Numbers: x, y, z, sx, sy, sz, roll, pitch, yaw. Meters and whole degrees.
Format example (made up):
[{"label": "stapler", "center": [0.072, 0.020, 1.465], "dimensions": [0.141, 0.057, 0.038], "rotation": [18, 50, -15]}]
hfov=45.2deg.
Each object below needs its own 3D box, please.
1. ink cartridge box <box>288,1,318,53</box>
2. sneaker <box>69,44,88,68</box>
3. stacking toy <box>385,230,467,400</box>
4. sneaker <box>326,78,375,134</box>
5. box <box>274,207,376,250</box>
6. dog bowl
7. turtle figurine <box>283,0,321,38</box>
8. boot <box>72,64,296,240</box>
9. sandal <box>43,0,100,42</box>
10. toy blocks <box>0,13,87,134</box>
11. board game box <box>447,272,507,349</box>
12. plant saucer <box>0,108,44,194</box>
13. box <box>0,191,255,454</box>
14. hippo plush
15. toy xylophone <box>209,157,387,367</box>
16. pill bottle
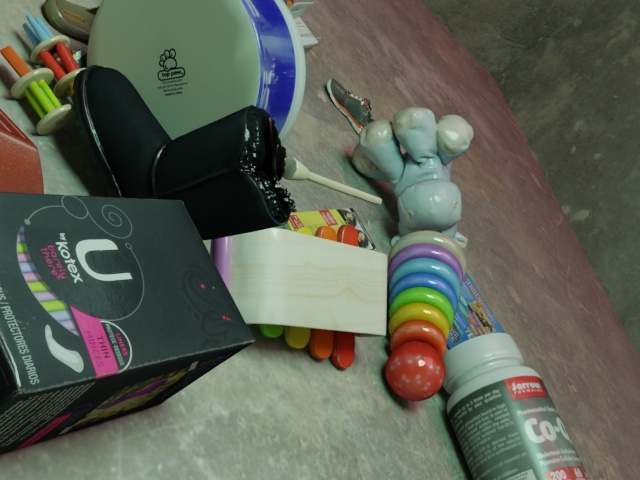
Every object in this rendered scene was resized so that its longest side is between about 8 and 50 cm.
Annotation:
[{"label": "ink cartridge box", "center": [-0.074, -0.334, 1.346], "dimensions": [0.061, 0.181, 0.104], "rotation": [52, 25, -2]}, {"label": "sneaker", "center": [-0.310, -0.232, 1.000], "dimensions": [0.083, 0.031, 0.035], "rotation": [-76, 150, -65]}, {"label": "stacking toy", "center": [0.162, 0.129, 1.252], "dimensions": [0.141, 0.141, 0.330], "rotation": [44, 34, -19]}, {"label": "sneaker", "center": [0.079, -0.304, 1.710], "dimensions": [0.158, 0.065, 0.061], "rotation": [51, 25, -6]}, {"label": "box", "center": [0.000, 0.000, 1.194], "dimensions": [0.087, 0.058, 0.232], "rotation": [61, 27, 11]}, {"label": "dog bowl", "center": [-0.156, -0.208, 0.948], "dimensions": [0.265, 0.265, 0.104], "rotation": [57, 28, 8]}, {"label": "turtle figurine", "center": [-0.081, -0.488, 1.622], "dimensions": [0.234, 0.118, 0.175], "rotation": [-3, 101, -59]}, {"label": "boot", "center": [-0.146, -0.108, 0.845], "dimensions": [0.094, 0.207, 0.246], "rotation": [-8, 79, -67]}, {"label": "sandal", "center": [-0.300, -0.302, 1.074], "dimensions": [0.180, 0.049, 0.072], "rotation": [10, 49, -56]}, {"label": "toy blocks", "center": [-0.324, -0.200, 0.898], "dimensions": [0.148, 0.054, 0.123], "rotation": [55, 25, 3]}, {"label": "board game box", "center": [0.278, 0.144, 1.502], "dimensions": [0.160, 0.047, 0.210], "rotation": [59, 26, 13]}, {"label": "plant saucer", "center": [-0.355, -0.146, 0.612], "dimensions": [0.259, 0.048, 0.258], "rotation": [44, 3, 19]}, {"label": "box", "center": [-0.211, 0.065, 0.649], "dimensions": [0.270, 0.143, 0.165], "rotation": [-3, 60, -61]}, {"label": "hippo plush", "center": [0.175, -0.092, 1.512], "dimensions": [0.294, 0.234, 0.236], "rotation": [92, 2, -59]}, {"label": "toy xylophone", "center": [-0.005, 0.034, 1.017], "dimensions": [0.322, 0.081, 0.236], "rotation": [25, 66, -47]}, {"label": "pill bottle", "center": [0.295, 0.298, 1.202], "dimensions": [0.161, 0.161, 0.283], "rotation": [24, 38, -47]}]
